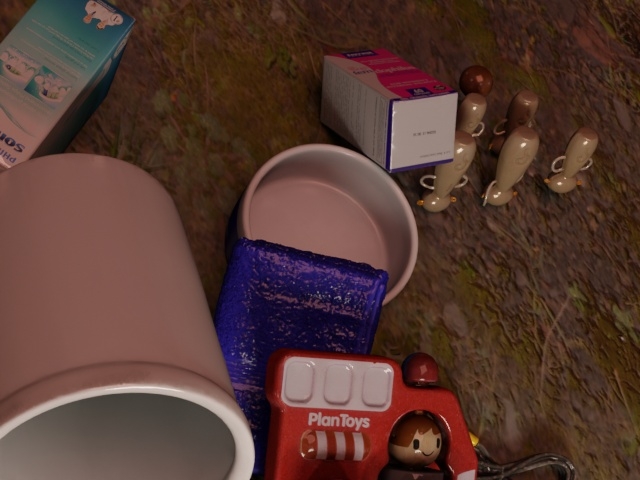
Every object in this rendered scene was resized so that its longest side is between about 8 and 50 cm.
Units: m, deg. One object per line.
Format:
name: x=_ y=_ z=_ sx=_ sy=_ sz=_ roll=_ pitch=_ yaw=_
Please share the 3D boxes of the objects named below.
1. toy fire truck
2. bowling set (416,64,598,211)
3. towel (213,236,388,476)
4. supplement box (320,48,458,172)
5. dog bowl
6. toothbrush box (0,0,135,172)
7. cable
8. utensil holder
toy fire truck: x=0.068 y=0.267 z=1.744 sx=0.302 sy=0.169 sz=0.254 roll=6 pitch=91 yaw=-24
bowling set: x=0.272 y=-0.160 z=2.145 sx=0.287 sy=0.154 sz=0.200 roll=-1 pitch=49 yaw=-20
towel: x=-0.039 y=0.165 z=1.820 sx=0.228 sy=0.076 sz=0.308 roll=12 pitch=91 yaw=-16
supplement box: x=0.097 y=-0.196 z=2.025 sx=0.111 sy=0.114 sz=0.220 roll=-11 pitch=28 yaw=-26
dog bowl: x=0.000 y=0.000 z=1.967 sx=0.265 sy=0.104 sz=0.265 roll=8 pitch=64 yaw=-18
toothbrush box: x=-0.391 y=-0.177 z=1.832 sx=0.126 sy=0.216 sz=0.295 roll=32 pitch=61 yaw=-4
cable: x=0.236 y=0.326 z=1.930 sx=0.287 sy=0.072 sz=0.139 roll=20 pitch=67 yaw=-12
utensil holder: x=-0.275 y=0.131 z=1.613 sx=0.327 sy=0.327 sz=0.385 roll=1 pitch=44 yaw=-21
